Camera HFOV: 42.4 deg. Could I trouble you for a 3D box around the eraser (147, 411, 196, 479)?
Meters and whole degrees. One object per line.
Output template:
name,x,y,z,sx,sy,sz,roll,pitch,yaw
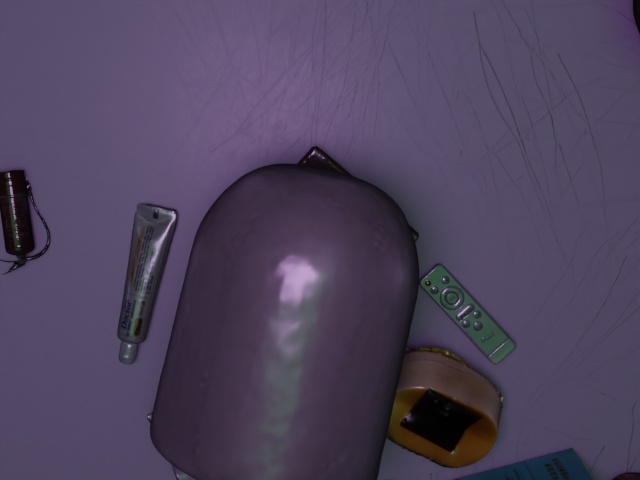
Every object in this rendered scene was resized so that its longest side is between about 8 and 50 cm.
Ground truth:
eraser,-0.105,0.283,1.309,0.290,0.087,0.171,-24,98,3

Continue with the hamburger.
hamburger,0.185,0.263,1.303,0.210,0.116,0.173,25,107,-9

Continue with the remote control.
remote control,0.233,0.117,1.319,0.050,0.027,0.184,-43,93,4

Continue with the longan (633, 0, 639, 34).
longan,0.543,-0.339,1.166,0.198,0.198,0.212,-21,109,3

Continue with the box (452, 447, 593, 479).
box,0.316,0.411,1.301,0.229,0.162,0.041,-16,106,1

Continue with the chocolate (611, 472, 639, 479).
chocolate,0.581,0.460,1.350,0.214,0.093,0.148,-3,98,0

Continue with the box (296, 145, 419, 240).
box,0.000,0.000,1.263,0.215,0.086,0.215,40,96,-7

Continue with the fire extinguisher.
fire extinguisher,-0.460,-0.030,1.272,0.078,0.045,0.157,-8,100,-22

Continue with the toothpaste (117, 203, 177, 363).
toothpaste,-0.279,0.070,1.294,0.067,0.037,0.256,13,96,3

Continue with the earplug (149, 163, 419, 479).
earplug,-0.034,0.100,1.088,0.312,0.312,0.394,13,97,-3
